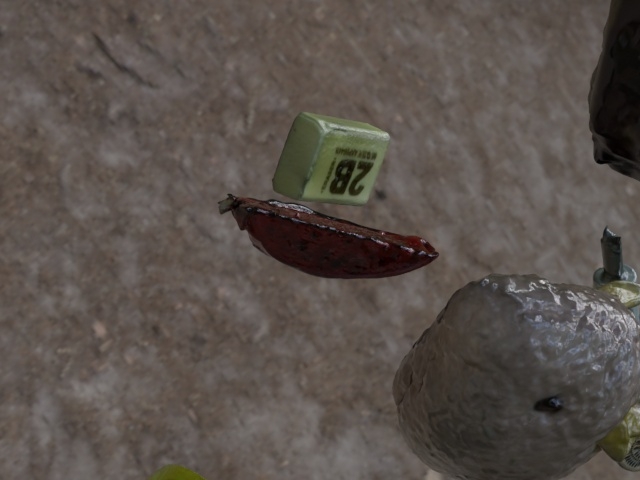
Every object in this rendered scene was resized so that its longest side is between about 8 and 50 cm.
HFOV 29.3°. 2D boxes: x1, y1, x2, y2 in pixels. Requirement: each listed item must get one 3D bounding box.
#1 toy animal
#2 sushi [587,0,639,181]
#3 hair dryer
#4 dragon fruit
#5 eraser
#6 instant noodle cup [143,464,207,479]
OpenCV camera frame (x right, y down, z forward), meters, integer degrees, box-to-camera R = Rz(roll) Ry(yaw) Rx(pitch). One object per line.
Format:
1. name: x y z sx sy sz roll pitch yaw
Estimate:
1. toy animal: 0.193 0.145 1.184 0.226 0.358 0.188 3 67 -12
2. sushi: 0.375 -0.151 0.965 0.294 0.299 0.281 22 58 13
3. hair dryer: 0.354 0.106 1.478 0.173 0.107 0.357 -125 -164 -47
4. dragon fruit: 0.000 0.000 1.980 0.343 0.100 0.282 13 9 -14
5. eraser: 0.017 -0.109 1.696 0.058 0.117 0.172 30 15 32
6. instant noodle cup: -0.119 0.298 0.863 0.200 0.264 0.264 -38 94 -26
